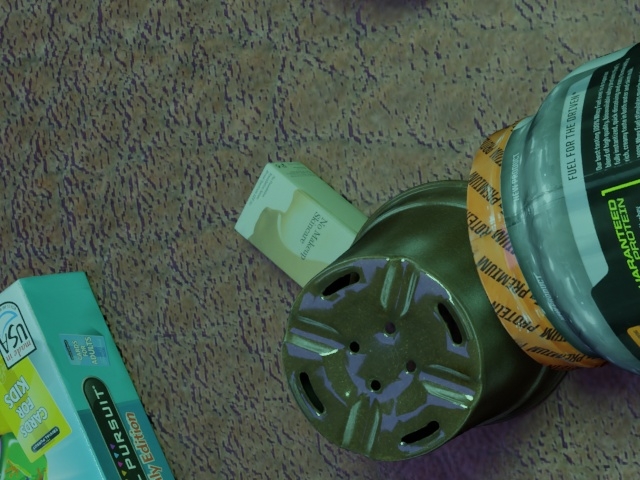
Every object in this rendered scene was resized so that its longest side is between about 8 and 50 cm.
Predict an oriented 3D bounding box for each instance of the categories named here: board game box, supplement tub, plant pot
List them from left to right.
[{"bbox_3d":[-0.223,0.232,1.456,0.254,0.079,0.336,-36,73,34],"label":"board game box"},{"bbox_3d":[0.063,0.057,1.148,0.167,0.165,0.167,4,102,20],"label":"plant pot"},{"bbox_3d":[0.249,-0.034,1.008,0.316,0.193,0.193,-17,83,36],"label":"supplement tub"}]

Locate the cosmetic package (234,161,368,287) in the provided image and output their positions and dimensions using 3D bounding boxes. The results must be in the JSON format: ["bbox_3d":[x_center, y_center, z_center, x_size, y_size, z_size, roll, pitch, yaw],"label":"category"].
[{"bbox_3d":[0.000,0.000,1.292,0.115,0.041,0.060,39,115,28],"label":"cosmetic package"}]
